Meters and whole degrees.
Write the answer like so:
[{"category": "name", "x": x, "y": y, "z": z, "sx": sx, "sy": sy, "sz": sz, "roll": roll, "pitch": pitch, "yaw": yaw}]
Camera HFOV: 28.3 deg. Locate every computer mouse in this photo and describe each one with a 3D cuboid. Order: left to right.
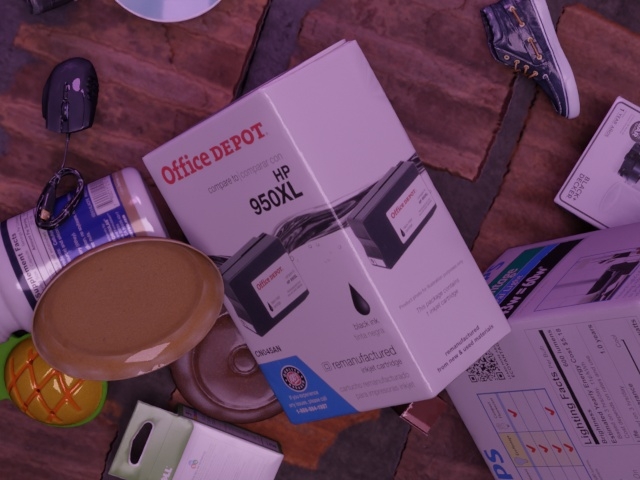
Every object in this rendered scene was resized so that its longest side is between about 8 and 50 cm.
[{"category": "computer mouse", "x": -0.314, "y": -0.125, "z": 1.543, "sx": 0.071, "sy": 0.041, "sz": 0.242, "roll": -2, "pitch": 63, "yaw": 6}]

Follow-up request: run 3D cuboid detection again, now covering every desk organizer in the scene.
[{"category": "desk organizer", "x": 0.122, "y": 0.210, "z": 1.683, "sx": 0.047, "sy": 0.130, "sz": 0.050, "roll": 36, "pitch": 90, "yaw": -13}]

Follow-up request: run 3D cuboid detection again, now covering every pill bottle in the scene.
[{"category": "pill bottle", "x": -0.319, "y": 0.026, "z": 1.573, "sx": 0.264, "sy": 0.153, "sz": 0.153, "roll": -24, "pitch": 102, "yaw": -4}]

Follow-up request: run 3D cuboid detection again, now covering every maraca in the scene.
[{"category": "maraca", "x": -0.358, "y": 0.173, "z": 1.623, "sx": 0.185, "sy": 0.099, "sz": 0.127, "roll": 13, "pitch": 102, "yaw": 12}]

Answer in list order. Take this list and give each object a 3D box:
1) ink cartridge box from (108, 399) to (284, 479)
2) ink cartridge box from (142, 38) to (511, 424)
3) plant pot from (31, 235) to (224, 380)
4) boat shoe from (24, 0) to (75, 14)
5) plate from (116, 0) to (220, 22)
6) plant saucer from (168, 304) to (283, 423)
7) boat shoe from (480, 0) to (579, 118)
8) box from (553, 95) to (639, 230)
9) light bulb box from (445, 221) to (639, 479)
[{"category": "ink cartridge box", "x": -0.165, "y": 0.289, "z": 1.686, "sx": 0.209, "sy": 0.062, "sz": 0.109, "roll": 22, "pitch": 95, "yaw": -11}, {"category": "ink cartridge box", "x": 0.000, "y": 0.000, "z": 1.518, "sx": 0.166, "sy": 0.285, "sz": 0.395, "roll": -34, "pitch": 98, "yaw": -38}, {"category": "plant pot", "x": -0.233, "y": 0.078, "z": 1.530, "sx": 0.236, "sy": 0.032, "sz": 0.236, "roll": -15, "pitch": 136, "yaw": -15}, {"category": "boat shoe", "x": -0.377, "y": -0.420, "z": 1.511, "sx": 0.105, "sy": 0.113, "sz": 0.306, "roll": -29, "pitch": 112, "yaw": -18}, {"category": "plate", "x": -0.193, "y": -0.369, "z": 1.593, "sx": 0.188, "sy": 0.024, "sz": 0.188, "roll": -2, "pitch": 100, "yaw": -8}, {"category": "plant saucer", "x": -0.100, "y": 0.152, "z": 1.658, "sx": 0.198, "sy": 0.036, "sz": 0.199, "roll": -2, "pitch": 103, "yaw": -7}, {"category": "boat shoe", "x": 0.275, "y": -0.236, "z": 1.671, "sx": 0.083, "sy": 0.065, "sz": 0.183, "roll": -22, "pitch": 96, "yaw": -2}, {"category": "box", "x": 0.472, "y": -0.042, "z": 1.657, "sx": 0.290, "sy": 0.087, "sz": 0.169, "roll": 31, "pitch": 93, "yaw": 15}, {"category": "light bulb box", "x": 0.377, "y": 0.185, "z": 1.577, "sx": 0.225, "sy": 0.361, "sz": 0.358, "roll": -39, "pitch": 106, "yaw": -37}]
